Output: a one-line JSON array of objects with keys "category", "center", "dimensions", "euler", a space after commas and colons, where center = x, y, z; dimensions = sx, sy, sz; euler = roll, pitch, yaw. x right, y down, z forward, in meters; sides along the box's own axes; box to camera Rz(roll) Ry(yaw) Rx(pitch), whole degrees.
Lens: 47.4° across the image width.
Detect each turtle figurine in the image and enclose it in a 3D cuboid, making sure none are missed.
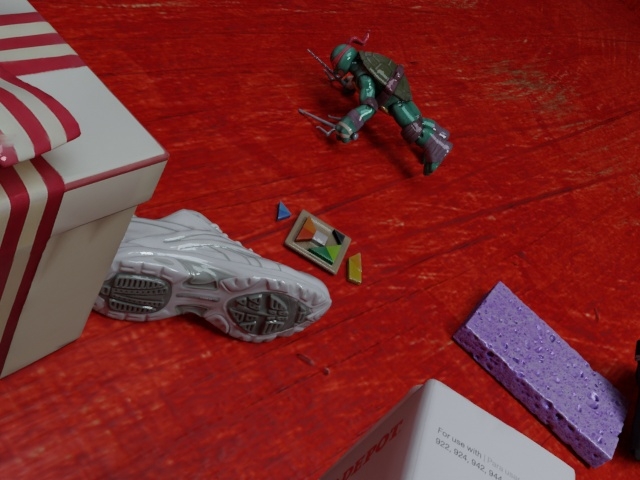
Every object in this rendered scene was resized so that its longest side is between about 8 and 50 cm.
[{"category": "turtle figurine", "center": [0.074, -0.190, 0.995], "dimensions": [0.234, 0.118, 0.175], "euler": [37, 38, -7]}]

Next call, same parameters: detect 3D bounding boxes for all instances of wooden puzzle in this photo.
[{"category": "wooden puzzle", "center": [0.000, 0.000, 0.819], "dimensions": [0.116, 0.014, 0.078], "euler": [27, 39, -10]}]

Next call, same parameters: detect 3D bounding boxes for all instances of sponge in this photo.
[{"category": "sponge", "center": [0.257, 0.149, 0.842], "dimensions": [0.210, 0.031, 0.117], "euler": [44, 39, 10]}]

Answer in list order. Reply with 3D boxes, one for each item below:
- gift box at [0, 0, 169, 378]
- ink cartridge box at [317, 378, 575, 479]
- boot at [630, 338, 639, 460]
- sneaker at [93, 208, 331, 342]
[{"category": "gift box", "center": [-0.278, -0.026, 0.448], "dimensions": [0.255, 0.258, 0.276], "euler": [43, 38, 9]}, {"category": "ink cartridge box", "center": [0.028, 0.242, 0.388], "dimensions": [0.115, 0.198, 0.273], "euler": [33, 39, -4]}, {"category": "boot", "center": [0.409, 0.207, 0.877], "dimensions": [0.198, 0.077, 0.137], "euler": [31, 68, -46]}, {"category": "sneaker", "center": [-0.097, 0.019, 0.673], "dimensions": [0.232, 0.090, 0.115], "euler": [15, 39, -25]}]
